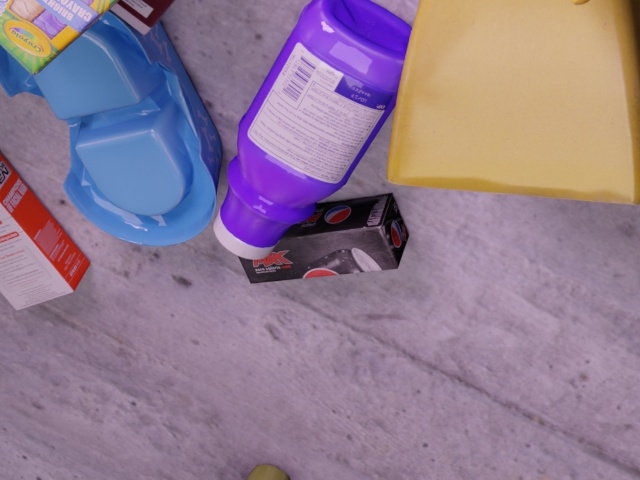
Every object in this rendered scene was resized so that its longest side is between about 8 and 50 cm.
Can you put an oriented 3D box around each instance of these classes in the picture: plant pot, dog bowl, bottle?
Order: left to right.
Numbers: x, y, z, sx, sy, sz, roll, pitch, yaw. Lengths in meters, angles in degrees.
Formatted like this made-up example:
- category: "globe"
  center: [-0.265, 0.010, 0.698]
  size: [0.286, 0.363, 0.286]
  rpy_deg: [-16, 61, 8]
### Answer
- category: "dog bowl"
  center: [-0.199, -0.130, 1.475]
  size: [0.166, 0.074, 0.297]
  rpy_deg: [-10, 125, 26]
- category: "plant pot"
  center: [-0.071, 0.313, 1.804]
  size: [0.083, 0.079, 0.083]
  rpy_deg: [9, 132, 11]
- category: "bottle"
  center: [-0.015, -0.098, 1.409]
  size: [0.118, 0.092, 0.283]
  rpy_deg: [28, 127, -5]
- category: "plant pot"
  center: [0.178, -0.166, 1.237]
  size: [0.212, 0.212, 0.187]
  rpy_deg: [6, 118, 15]

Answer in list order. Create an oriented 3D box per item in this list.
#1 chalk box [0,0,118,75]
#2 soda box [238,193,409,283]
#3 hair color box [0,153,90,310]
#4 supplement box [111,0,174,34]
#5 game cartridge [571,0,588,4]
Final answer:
- category: "chalk box"
  center: [-0.227, -0.242, 1.252]
  size: [0.213, 0.132, 0.132]
  rpy_deg: [-31, 112, 36]
- category: "soda box"
  center: [0.000, 0.000, 1.529]
  size: [0.169, 0.053, 0.060]
  rpy_deg: [-7, 126, 25]
- category: "hair color box"
  center: [-0.341, -0.008, 1.644]
  size: [0.093, 0.053, 0.167]
  rpy_deg: [-17, 123, 32]
- category: "supplement box"
  center: [-0.133, -0.304, 1.303]
  size: [0.130, 0.073, 0.239]
  rpy_deg: [37, 132, -13]
- category: "game cartridge"
  center: [0.234, -0.343, 0.977]
  size: [0.324, 0.053, 0.285]
  rpy_deg: [-23, 96, 32]
